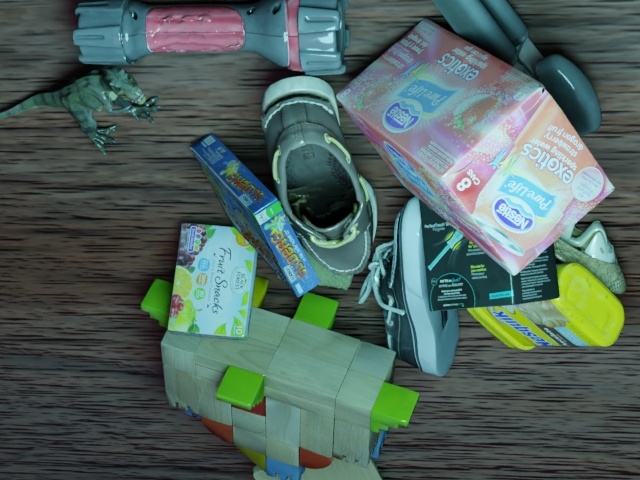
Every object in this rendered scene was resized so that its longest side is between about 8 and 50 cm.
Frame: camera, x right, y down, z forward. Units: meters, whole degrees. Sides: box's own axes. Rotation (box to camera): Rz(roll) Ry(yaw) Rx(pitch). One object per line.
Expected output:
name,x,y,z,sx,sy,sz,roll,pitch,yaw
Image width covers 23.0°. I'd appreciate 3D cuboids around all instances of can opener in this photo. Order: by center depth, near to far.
can opener,0.209,-0.226,1.724,0.093,0.074,0.280,-21,123,43

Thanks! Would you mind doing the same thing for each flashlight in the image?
flashlight,-0.122,-0.234,1.758,0.304,0.103,0.103,0,149,7

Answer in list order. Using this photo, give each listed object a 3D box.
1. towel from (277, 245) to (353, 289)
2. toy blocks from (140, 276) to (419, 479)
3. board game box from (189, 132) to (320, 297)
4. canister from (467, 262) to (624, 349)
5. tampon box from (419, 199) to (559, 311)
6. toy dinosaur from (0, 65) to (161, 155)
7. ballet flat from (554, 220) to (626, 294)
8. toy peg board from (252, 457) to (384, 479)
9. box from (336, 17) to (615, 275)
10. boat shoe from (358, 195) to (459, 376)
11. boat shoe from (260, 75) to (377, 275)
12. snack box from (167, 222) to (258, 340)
towel,0.000,0.000,2.002,0.110,0.027,0.148,10,132,1
toy blocks,-0.055,0.216,2.102,0.381,0.191,0.261,16,143,12
board game box,-0.079,-0.033,1.883,0.035,0.201,0.136,-33,125,-8
canister,0.276,0.081,1.938,0.126,0.073,0.170,40,157,-25
tampon box,0.195,-0.004,1.833,0.120,0.101,0.161,-6,88,40
toy dinosaur,-0.271,-0.159,1.883,0.268,0.064,0.118,-10,152,44
ballet flat,0.304,-0.003,1.913,0.206,0.073,0.067,28,119,-18
toy peg board,0.003,0.336,2.285,0.160,0.079,0.161,-21,126,8
box,0.156,-0.108,1.675,0.142,0.300,0.154,-40,120,-2
boat shoe,0.109,0.052,1.976,0.105,0.113,0.306,14,148,20
boat shoe,0.003,-0.051,1.842,0.116,0.097,0.324,-11,141,5
snack box,-0.134,0.053,2.002,0.100,0.141,0.037,5,168,6
